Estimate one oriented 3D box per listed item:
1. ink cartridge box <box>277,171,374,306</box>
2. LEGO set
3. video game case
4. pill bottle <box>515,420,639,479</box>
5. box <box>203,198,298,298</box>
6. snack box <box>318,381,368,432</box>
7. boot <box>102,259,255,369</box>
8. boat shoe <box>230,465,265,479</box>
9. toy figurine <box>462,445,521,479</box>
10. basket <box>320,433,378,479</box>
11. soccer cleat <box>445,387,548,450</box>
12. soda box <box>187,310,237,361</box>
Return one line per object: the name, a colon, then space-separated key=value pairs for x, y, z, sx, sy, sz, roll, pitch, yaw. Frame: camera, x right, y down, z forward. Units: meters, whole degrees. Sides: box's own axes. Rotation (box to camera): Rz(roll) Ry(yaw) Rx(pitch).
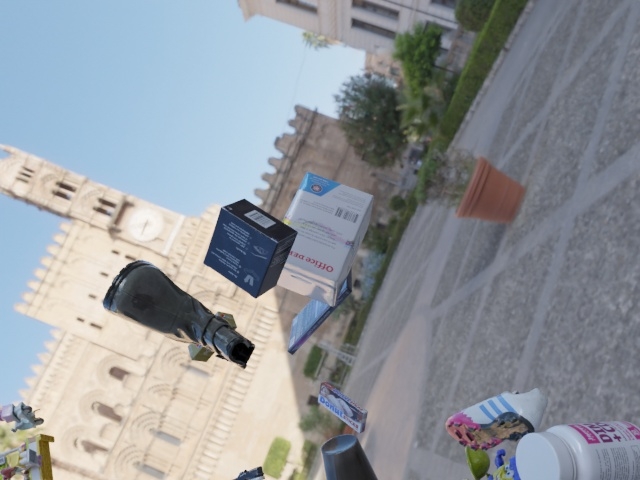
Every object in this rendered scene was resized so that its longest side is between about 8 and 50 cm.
ink cartridge box: x=0.000 y=0.000 z=1.670 sx=0.197 sy=0.198 sz=0.270 roll=92 pitch=-159 yaw=-65
LEGO set: x=-0.524 y=0.424 z=1.033 sx=0.287 sy=0.107 sz=0.132 roll=-109 pitch=-1 yaw=-48
video game case: x=-0.001 y=0.201 z=1.866 sx=0.274 sy=0.026 sz=0.196 roll=-48 pitch=12 yaw=17
pill bottle: x=0.596 y=0.495 z=1.388 sx=0.160 sy=0.283 sz=0.160 roll=-176 pitch=90 yaw=-66
box: x=-0.157 y=0.016 z=1.372 sx=0.093 sy=0.156 sz=0.158 roll=-31 pitch=-31 yaw=-58
snack box: x=0.061 y=0.464 z=1.724 sx=0.022 sy=0.178 sz=0.064 roll=-7 pitch=-69 yaw=-40
boot: x=-0.177 y=0.111 z=0.854 sx=0.083 sy=0.161 sz=0.246 roll=-61 pitch=-18 yaw=-10
boat shoe: x=-0.205 y=0.655 z=1.710 sx=0.125 sy=0.046 sz=0.038 roll=-29 pitch=63 yaw=35
toy figurine: x=0.560 y=0.719 z=1.815 sx=0.217 sy=0.191 sz=0.362 roll=-40 pitch=7 yaw=19
basket: x=0.095 y=0.767 z=2.015 sx=0.204 sy=0.154 sz=0.226 roll=-21 pitch=-82 yaw=-33
soccer cleat: x=0.471 y=0.471 z=1.638 sx=0.143 sy=0.116 sz=0.331 roll=-41 pitch=2 yaw=-33
soda box: x=-0.345 y=0.308 z=1.959 sx=0.181 sy=0.061 sz=0.058 roll=-48 pitch=47 yaw=23
